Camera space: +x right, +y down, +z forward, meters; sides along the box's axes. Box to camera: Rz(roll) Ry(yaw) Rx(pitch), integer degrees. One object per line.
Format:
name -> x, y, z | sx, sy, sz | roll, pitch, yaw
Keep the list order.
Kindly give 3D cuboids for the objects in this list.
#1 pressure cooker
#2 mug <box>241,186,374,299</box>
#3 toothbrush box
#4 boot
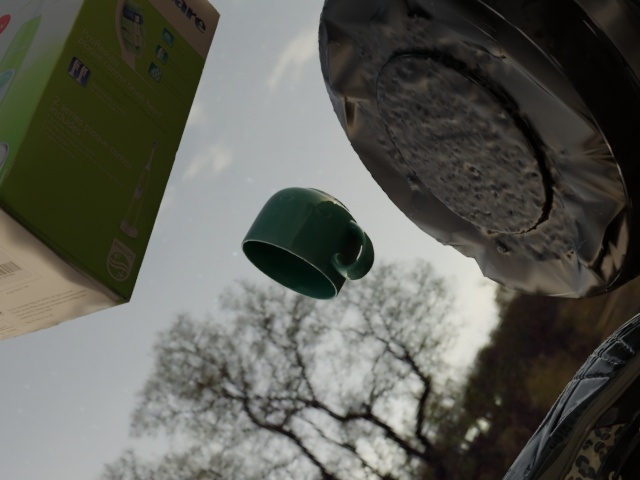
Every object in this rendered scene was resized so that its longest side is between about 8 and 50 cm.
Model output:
pressure cooker -> 0.251, -0.204, 0.900 | 0.420, 0.376, 0.369 | -40, -39, -22
mug -> -0.004, 0.002, 1.202 | 0.097, 0.158, 0.129 | -61, -12, -21
toothbrush box -> -0.213, -0.077, 0.736 | 0.122, 0.206, 0.283 | 46, -138, -37
boot -> 0.258, 0.181, 0.769 | 0.236, 0.179, 0.085 | -53, 0, 0
